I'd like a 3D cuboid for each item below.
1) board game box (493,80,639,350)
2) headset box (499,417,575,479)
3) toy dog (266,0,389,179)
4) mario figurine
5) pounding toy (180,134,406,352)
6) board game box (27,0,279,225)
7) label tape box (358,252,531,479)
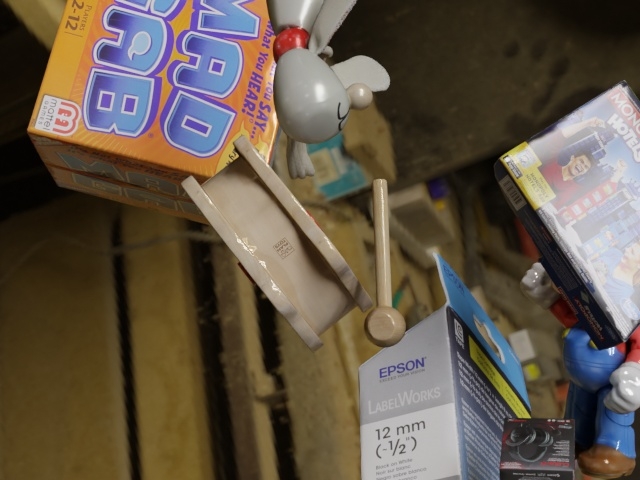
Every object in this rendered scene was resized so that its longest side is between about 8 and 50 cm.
[{"bbox_3d":[0.283,-0.034,1.041,0.194,0.194,0.060,58,-14,6],"label":"board game box"},{"bbox_3d":[0.184,0.186,0.975,0.083,0.062,0.032,-63,149,-62],"label":"headset box"},{"bbox_3d":[0.025,-0.240,1.194,0.220,0.160,0.334,75,7,-72],"label":"toy dog"},{"bbox_3d":[0.317,0.118,1.405,0.170,0.198,0.321,1,94,-62],"label":"mario figurine"},{"bbox_3d":[0.000,0.000,1.106,0.269,0.155,0.154,51,-2,18],"label":"pounding toy"},{"bbox_3d":[-0.230,-0.248,1.871,0.356,0.356,0.356,115,-11,-78],"label":"board game box"},{"bbox_3d":[0.138,0.225,1.179,0.249,0.115,0.348,49,29,-45],"label":"label tape box"}]
